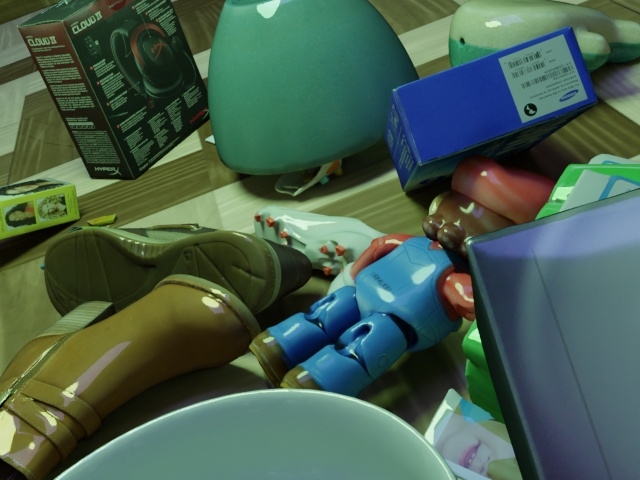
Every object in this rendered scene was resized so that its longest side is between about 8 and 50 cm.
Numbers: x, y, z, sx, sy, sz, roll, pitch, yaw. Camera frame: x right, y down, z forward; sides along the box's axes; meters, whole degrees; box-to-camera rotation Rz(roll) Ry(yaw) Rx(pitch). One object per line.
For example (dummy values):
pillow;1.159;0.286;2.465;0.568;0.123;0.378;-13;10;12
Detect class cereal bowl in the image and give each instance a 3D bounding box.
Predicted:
cereal bowl;-0.056;0.250;0.594;0.339;0.141;0.339;-15;29;9

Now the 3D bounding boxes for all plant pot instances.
plant pot;-0.030;-0.243;1.284;0.290;0.195;0.290;-16;27;8

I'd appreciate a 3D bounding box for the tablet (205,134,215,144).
tablet;-0.134;-0.171;1.517;0.083;0.006;0.054;-33;30;-22

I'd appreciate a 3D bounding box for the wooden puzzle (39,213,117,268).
wooden puzzle;-0.332;-0.002;1.343;0.078;0.014;0.116;-8;31;23

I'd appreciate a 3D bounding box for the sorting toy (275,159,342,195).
sorting toy;-0.020;-0.085;1.262;0.075;0.045;0.083;-41;34;-21

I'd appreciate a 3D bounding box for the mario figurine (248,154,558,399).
mario figurine;0.109;0.063;0.879;0.320;0.170;0.198;-36;72;-9

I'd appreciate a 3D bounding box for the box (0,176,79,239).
box;-0.461;-0.035;1.363;0.232;0.058;0.087;-20;22;-41

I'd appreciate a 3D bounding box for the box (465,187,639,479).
box;0.250;0.114;0.454;0.294;0.183;0.296;-18;70;7

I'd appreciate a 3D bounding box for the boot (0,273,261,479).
boot;-0.210;0.135;0.922;0.283;0.109;0.220;-2;32;33

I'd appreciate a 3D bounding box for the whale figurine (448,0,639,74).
whale figurine;0.295;-0.238;1.264;0.272;0.141;0.216;-5;21;-26

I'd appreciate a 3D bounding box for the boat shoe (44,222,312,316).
boat shoe;-0.163;0.037;1.089;0.342;0.123;0.123;-6;1;34

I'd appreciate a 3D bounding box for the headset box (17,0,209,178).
headset box;-0.311;-0.274;1.509;0.110;0.293;0.218;4;37;36

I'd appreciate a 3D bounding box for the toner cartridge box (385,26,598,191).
toner cartridge box;0.156;-0.120;1.000;0.165;0.075;0.348;-18;-2;3

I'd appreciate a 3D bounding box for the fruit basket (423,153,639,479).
fruit basket;0.288;0.076;0.642;0.353;0.165;0.327;16;54;34

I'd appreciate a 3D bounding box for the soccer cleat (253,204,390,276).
soccer cleat;0.000;0.000;1.083;0.076;0.068;0.196;-22;26;-35
